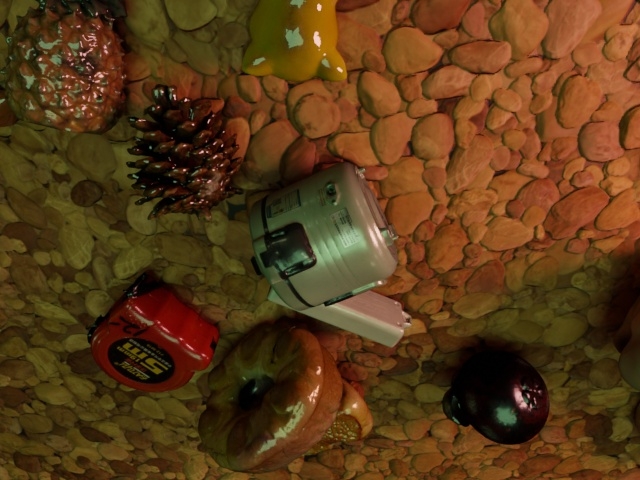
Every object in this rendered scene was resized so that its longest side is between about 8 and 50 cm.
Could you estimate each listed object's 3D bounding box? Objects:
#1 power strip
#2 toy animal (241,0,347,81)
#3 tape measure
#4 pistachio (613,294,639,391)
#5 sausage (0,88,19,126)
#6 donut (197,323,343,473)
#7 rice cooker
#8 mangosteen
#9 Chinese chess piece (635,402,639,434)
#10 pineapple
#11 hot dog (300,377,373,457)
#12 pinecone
[{"bbox_3d":[0.027,0.121,0.878,0.339,0.098,0.058,24,122,-10],"label":"power strip"},{"bbox_3d":[-0.027,-0.337,0.588,0.156,0.156,0.229,6,117,0],"label":"toy animal"},{"bbox_3d":[-0.375,0.217,0.950,0.261,0.114,0.253,-35,113,25],"label":"tape measure"},{"bbox_3d":[0.745,0.189,0.774,0.366,0.281,0.445,-25,118,33],"label":"pistachio"},{"bbox_3d":[-0.575,-0.227,0.713,0.180,0.089,0.089,6,121,5],"label":"sausage"},{"bbox_3d":[-0.110,0.330,0.907,0.318,0.299,0.150,-12,137,37],"label":"donut"},{"bbox_3d":[0.000,0.000,0.736,0.244,0.226,0.225,-20,117,13],"label":"rice cooker"},{"bbox_3d":[0.388,0.340,0.941,0.210,0.209,0.209,1,121,2],"label":"mangosteen"},{"bbox_3d":[0.895,0.431,1.011,0.258,0.104,0.257,2,120,3],"label":"Chinese chess piece"},{"bbox_3d":[-0.351,-0.327,0.614,0.169,0.169,0.340,16,112,-6],"label":"pineapple"},{"bbox_3d":[-0.009,0.400,1.015,0.257,0.153,0.150,-24,112,14],"label":"hot dog"},{"bbox_3d":[-0.219,-0.139,0.695,0.169,0.185,0.212,7,105,15],"label":"pinecone"}]
